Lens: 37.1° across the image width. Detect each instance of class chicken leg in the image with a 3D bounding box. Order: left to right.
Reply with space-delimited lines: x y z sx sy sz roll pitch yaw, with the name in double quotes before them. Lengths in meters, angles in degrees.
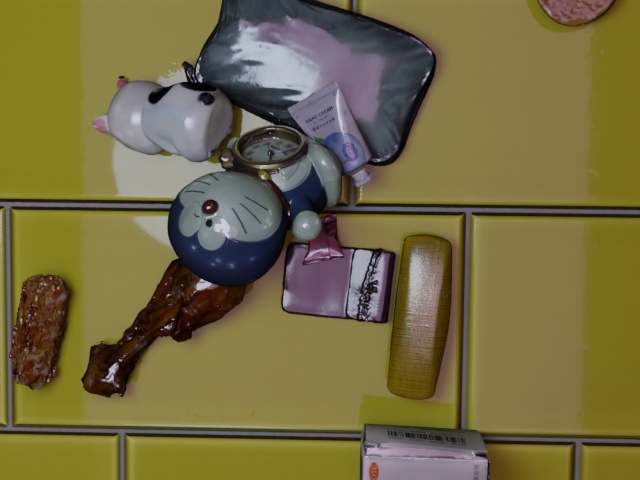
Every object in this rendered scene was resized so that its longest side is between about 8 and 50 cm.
"chicken leg" -0.226 0.113 1.357 0.304 0.093 0.113 -40 75 12

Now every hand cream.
"hand cream" 0.024 -0.136 1.293 0.084 0.053 0.142 -25 108 31

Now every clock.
"clock" -0.085 -0.042 1.253 0.200 0.146 0.243 31 54 30

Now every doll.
"doll" -0.209 -0.167 1.307 0.181 0.110 0.107 4 136 28

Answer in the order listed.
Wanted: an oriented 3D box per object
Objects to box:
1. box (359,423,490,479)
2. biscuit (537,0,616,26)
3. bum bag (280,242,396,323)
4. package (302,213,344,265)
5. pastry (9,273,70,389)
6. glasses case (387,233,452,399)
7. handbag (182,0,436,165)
"box" 0.137 0.424 1.332 0.173 0.145 0.332 2 95 0
"biscuit" 0.395 -0.456 1.308 0.216 0.047 0.339 20 97 3
"bum bag" 0.025 0.060 1.367 0.159 0.026 0.109 5 93 3
"package" 0.000 0.000 1.349 0.059 0.029 0.083 -11 51 4
"pastry" -0.405 0.126 1.360 0.063 0.087 0.169 17 95 34
"glasses case" 0.143 0.108 1.347 0.079 0.064 0.234 6 94 5
"handbag" -0.014 -0.242 1.328 0.332 0.075 0.191 22 98 -3
